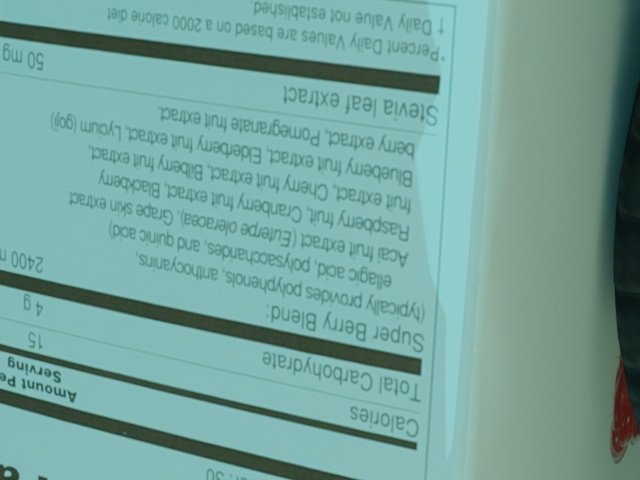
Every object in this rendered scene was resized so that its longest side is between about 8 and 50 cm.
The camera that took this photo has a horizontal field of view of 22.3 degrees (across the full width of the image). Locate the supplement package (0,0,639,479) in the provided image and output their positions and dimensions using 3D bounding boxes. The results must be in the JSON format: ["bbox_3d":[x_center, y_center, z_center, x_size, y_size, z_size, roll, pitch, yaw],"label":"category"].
[{"bbox_3d":[0.000,0.000,0.451,0.175,0.177,0.293,10,108,27],"label":"supplement package"}]

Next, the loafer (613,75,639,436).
[{"bbox_3d":[0.161,-0.072,0.362,0.134,0.130,0.366,16,108,48],"label":"loafer"}]
